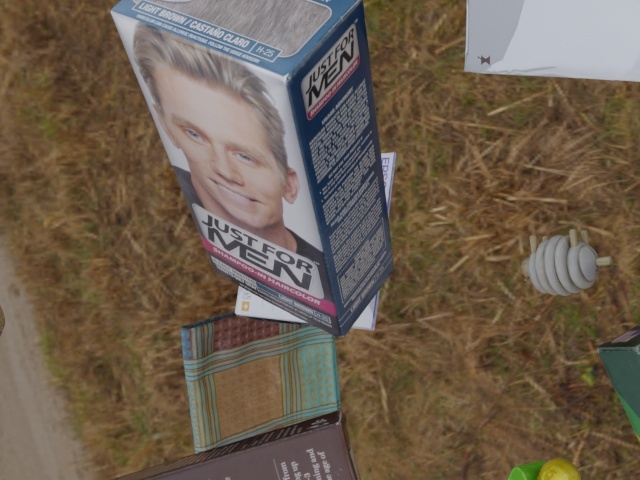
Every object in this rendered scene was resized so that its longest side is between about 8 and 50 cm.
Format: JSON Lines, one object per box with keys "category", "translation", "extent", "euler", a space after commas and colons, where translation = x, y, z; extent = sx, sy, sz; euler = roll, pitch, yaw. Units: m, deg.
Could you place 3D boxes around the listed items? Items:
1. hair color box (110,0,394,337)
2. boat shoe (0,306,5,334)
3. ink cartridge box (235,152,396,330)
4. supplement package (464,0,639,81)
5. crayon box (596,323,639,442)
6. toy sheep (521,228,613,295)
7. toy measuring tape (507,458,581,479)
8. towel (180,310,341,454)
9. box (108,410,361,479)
{"category": "hair color box", "translation": [-0.042, -0.071, 0.769], "extent": [0.174, 0.105, 0.347], "euler": [25, 150, 26]}
{"category": "boat shoe", "translation": [-0.313, 0.071, 0.681], "extent": [0.123, 0.123, 0.342], "euler": [-96, 11, -53]}
{"category": "ink cartridge box", "translation": [0.000, 0.000, 1.030], "extent": [0.208, 0.045, 0.206], "euler": [3, 81, 37]}
{"category": "supplement package", "translation": [0.251, -0.293, 0.798], "extent": [0.204, 0.145, 0.262], "euler": [9, 118, 26]}
{"category": "crayon box", "translation": [0.487, 0.225, 1.023], "extent": [0.318, 0.202, 0.081], "euler": [64, 160, -1]}
{"category": "toy sheep", "translation": [0.331, 0.031, 1.174], "extent": [0.132, 0.091, 0.091], "euler": [-11, 86, 47]}
{"category": "toy measuring tape", "translation": [0.209, 0.375, 0.928], "extent": [0.121, 0.121, 0.330], "euler": [36, 119, 35]}
{"category": "towel", "translation": [-0.082, 0.278, 1.405], "extent": [0.040, 0.271, 0.370], "euler": [23, 122, 54]}
{"category": "box", "translation": [-0.131, 0.321, 0.878], "extent": [0.381, 0.143, 0.191], "euler": [-16, 83, -1]}
